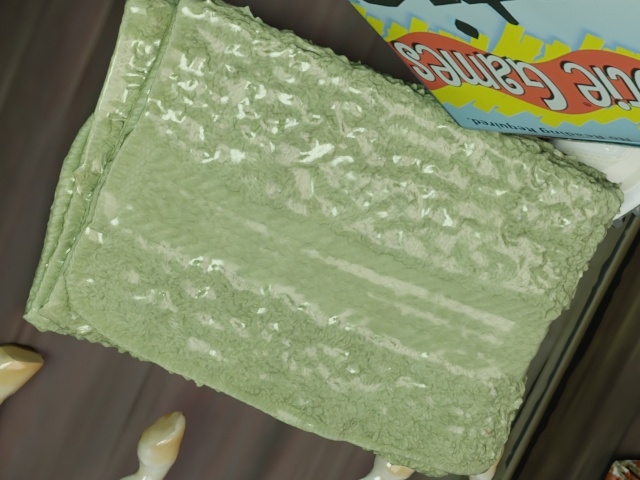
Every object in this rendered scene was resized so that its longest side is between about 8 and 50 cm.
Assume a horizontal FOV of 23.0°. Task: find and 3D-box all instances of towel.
[{"bbox_3d":[0.000,0.000,0.439,0.148,0.027,0.110,21,109,-8],"label":"towel"}]

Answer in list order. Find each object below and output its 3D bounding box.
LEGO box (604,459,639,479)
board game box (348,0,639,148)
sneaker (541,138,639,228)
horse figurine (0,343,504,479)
[{"bbox_3d":[0.323,0.290,0.640,0.500,0.193,0.373,3,111,-26],"label":"LEGO box"},{"bbox_3d":[0.043,-0.143,0.290,0.275,0.142,0.144,41,68,-46],"label":"board game box"},{"bbox_3d":[0.100,-0.068,0.468,0.161,0.057,0.075,-40,100,3],"label":"sneaker"},{"bbox_3d":[-0.043,0.132,0.481,0.263,0.066,0.175,13,101,-31],"label":"horse figurine"}]
